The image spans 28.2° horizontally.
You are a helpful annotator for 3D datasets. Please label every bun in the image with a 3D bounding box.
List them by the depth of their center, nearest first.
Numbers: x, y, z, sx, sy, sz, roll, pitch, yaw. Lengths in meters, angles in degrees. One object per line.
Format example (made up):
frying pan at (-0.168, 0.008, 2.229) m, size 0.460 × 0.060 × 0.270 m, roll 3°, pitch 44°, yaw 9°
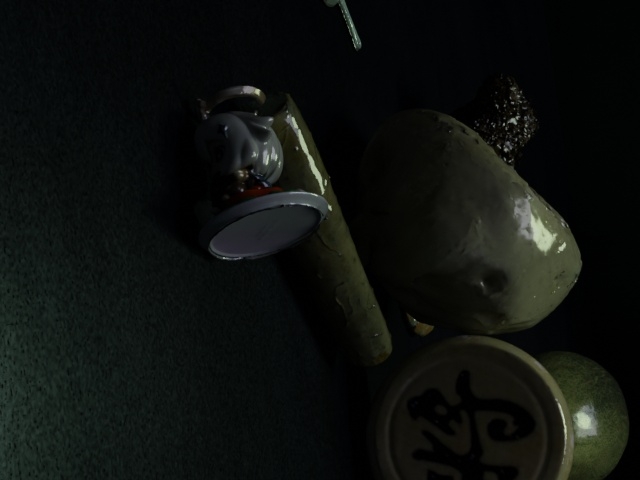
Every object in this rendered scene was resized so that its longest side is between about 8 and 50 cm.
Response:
bun at (0.178, -0.009, 1.676) m, size 0.326 × 0.234 × 0.362 m, roll 38°, pitch 5°, yaw -23°

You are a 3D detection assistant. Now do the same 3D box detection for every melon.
melon at (0.410, 0.320, 2.221) m, size 0.329 × 0.248 × 0.248 m, roll -7°, pitch 88°, yaw -65°

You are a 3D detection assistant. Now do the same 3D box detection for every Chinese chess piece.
Chinese chess piece at (0.183, 0.245, 1.570) m, size 0.104 × 0.257 × 0.257 m, roll 53°, pitch 30°, yaw -79°

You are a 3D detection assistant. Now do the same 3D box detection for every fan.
fan at (0.018, -0.356, 1.753) m, size 0.152 × 0.008 × 0.226 m, roll -77°, pitch 150°, yaw -49°

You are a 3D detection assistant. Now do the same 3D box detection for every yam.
yam at (0.000, 0.000, 1.428) m, size 0.083 × 0.083 × 0.371 m, roll -76°, pitch 150°, yaw -49°

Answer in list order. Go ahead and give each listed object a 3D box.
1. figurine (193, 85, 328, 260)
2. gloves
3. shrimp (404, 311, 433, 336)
figurine at (-0.070, -0.074, 1.228) m, size 0.132 × 0.132 × 0.153 m, roll 35°, pitch 35°, yaw -65°
gloves at (0.246, -0.148, 2.016) m, size 0.135 × 0.210 × 0.312 m, roll 47°, pitch 31°, yaw -20°
shrimp at (0.137, 0.053, 1.881) m, size 0.099 × 0.041 × 0.180 m, roll 1°, pitch 82°, yaw -56°
